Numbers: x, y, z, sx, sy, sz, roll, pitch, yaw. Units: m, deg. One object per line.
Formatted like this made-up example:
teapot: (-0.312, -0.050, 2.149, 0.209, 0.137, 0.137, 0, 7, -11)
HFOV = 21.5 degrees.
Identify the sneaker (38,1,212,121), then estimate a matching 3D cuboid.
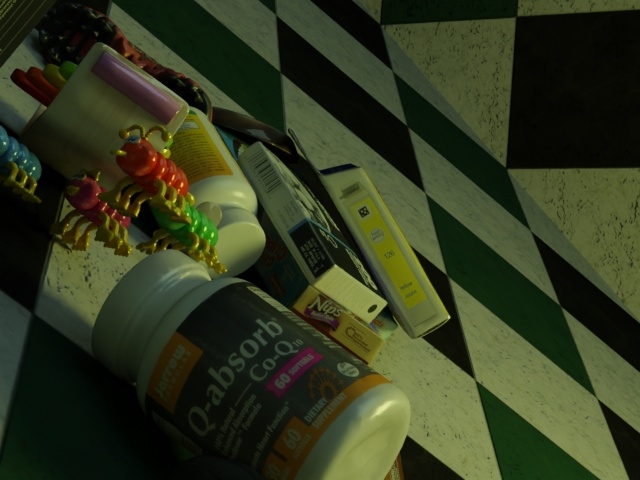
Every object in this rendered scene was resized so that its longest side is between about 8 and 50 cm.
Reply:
sneaker: (-0.245, -0.201, 2.152, 0.276, 0.097, 0.135, 36, -5, 15)

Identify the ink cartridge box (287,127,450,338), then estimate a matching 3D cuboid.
ink cartridge box: (0.059, -0.028, 2.234, 0.307, 0.072, 0.303, 62, 1, -4)

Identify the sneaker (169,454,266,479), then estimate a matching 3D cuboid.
sneaker: (-0.084, 0.259, 1.376, 0.106, 0.101, 0.267, 17, 21, -31)

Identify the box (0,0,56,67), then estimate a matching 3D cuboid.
box: (-0.493, -0.366, 1.811, 0.343, 0.179, 0.312, 52, 19, 27)

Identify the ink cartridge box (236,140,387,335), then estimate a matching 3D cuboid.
ink cartridge box: (0.000, 0.000, 2.042, 0.206, 0.045, 0.208, 58, 9, 30)

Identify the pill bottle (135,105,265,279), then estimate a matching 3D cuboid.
pill bottle: (-0.144, -0.055, 1.980, 0.118, 0.117, 0.208, 26, 24, -47)

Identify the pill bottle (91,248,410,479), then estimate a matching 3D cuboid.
pill bottle: (-0.068, 0.134, 1.549, 0.278, 0.162, 0.162, 34, 11, 23)

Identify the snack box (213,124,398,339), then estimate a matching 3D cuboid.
snack box: (-0.037, -0.004, 2.215, 0.187, 0.060, 0.322, 26, 24, -46)

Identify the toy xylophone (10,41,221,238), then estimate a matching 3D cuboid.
toy xylophone: (-0.216, -0.100, 1.783, 0.236, 0.081, 0.323, 38, -16, -20)

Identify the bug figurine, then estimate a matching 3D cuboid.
bug figurine: (-0.209, -0.050, 1.643, 0.279, 0.072, 0.216, 8, -23, 34)

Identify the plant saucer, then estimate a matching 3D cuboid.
plant saucer: (-0.104, -0.148, 2.320, 0.168, 0.029, 0.168, 21, -6, 2)

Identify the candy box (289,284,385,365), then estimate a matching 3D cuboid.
candy box: (0.017, 0.108, 1.956, 0.109, 0.053, 0.186, 36, -3, 4)

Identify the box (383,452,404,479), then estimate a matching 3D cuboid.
box: (-0.001, 0.208, 1.775, 0.201, 0.057, 0.293, 38, 17, -18)
